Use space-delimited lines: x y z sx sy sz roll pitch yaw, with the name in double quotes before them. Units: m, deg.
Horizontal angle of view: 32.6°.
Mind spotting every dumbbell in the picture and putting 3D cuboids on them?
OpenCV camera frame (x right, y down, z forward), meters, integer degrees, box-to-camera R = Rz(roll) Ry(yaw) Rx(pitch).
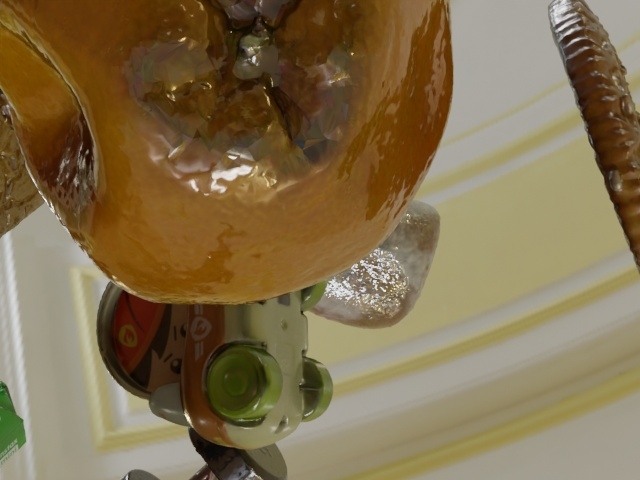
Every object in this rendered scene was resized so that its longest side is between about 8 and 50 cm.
"dumbbell" -0.168 0.332 1.474 0.218 0.152 0.152 -41 -135 7

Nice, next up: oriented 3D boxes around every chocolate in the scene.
"chocolate" 0.000 0.000 1.331 0.100 0.303 0.185 -132 -118 -77

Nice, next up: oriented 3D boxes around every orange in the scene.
"orange" -0.037 -0.090 0.536 0.249 0.249 0.183 -70 -159 3

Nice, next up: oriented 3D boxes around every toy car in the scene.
"toy car" -0.114 0.090 1.058 0.235 0.145 0.235 -5 -102 25

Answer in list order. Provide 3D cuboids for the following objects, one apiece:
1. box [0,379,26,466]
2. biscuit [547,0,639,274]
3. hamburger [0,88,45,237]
"box" -0.443 0.177 1.098 0.250 0.180 0.103 21 -46 22
"biscuit" 0.224 -0.029 0.748 0.038 0.305 0.305 -21 -122 17
"hamburger" -0.367 -0.085 1.195 0.206 0.183 0.130 -38 -133 -6
